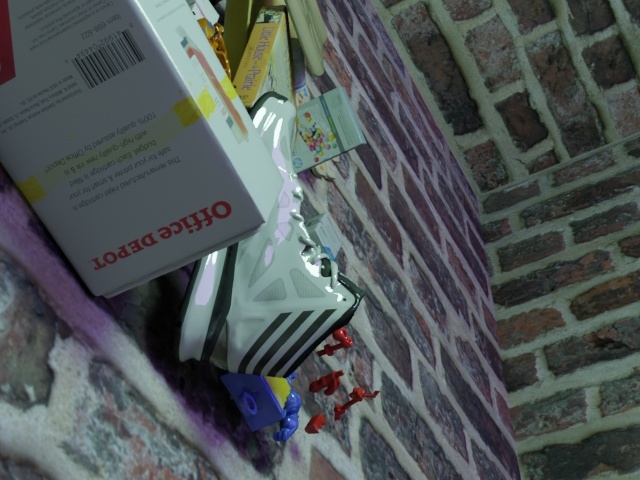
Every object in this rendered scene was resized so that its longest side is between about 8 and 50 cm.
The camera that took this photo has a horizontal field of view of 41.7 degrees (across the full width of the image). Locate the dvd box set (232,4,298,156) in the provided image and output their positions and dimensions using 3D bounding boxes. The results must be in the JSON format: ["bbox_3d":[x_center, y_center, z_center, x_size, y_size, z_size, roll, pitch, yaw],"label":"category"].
[{"bbox_3d":[-0.108,-0.236,1.652,0.420,0.062,0.307,-81,170,-50],"label":"dvd box set"}]

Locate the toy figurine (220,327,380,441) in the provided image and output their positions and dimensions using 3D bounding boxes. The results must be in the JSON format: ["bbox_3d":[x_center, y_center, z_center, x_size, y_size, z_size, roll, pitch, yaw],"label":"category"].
[{"bbox_3d":[-0.079,0.189,1.346,0.362,0.191,0.217,63,26,-11],"label":"toy figurine"}]

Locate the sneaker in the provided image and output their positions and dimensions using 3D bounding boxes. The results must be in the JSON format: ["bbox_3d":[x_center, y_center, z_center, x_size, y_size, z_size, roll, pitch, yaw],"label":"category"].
[{"bbox_3d":[-0.046,0.001,1.302,0.169,0.257,0.447,119,-13,-74],"label":"sneaker"}]

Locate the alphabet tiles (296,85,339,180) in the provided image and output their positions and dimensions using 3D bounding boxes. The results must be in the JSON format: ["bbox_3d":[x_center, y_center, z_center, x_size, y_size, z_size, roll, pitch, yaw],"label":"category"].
[{"bbox_3d":[-0.030,-0.294,2.182,0.278,0.021,0.284,4,66,-67],"label":"alphabet tiles"}]

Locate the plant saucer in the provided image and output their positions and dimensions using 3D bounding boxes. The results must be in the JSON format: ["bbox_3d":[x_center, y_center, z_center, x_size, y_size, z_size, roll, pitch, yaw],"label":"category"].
[{"bbox_3d":[-0.131,-0.457,1.857,0.333,0.081,0.332,-24,123,-70],"label":"plant saucer"}]

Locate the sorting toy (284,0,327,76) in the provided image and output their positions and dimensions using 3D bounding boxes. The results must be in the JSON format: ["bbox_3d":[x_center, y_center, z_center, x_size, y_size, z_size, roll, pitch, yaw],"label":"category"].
[{"bbox_3d":[-0.054,-0.522,1.780,0.229,0.041,0.307,-84,156,-57],"label":"sorting toy"}]

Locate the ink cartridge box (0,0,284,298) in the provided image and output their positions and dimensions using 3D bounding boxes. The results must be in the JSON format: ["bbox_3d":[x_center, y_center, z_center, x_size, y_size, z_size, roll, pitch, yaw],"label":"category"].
[{"bbox_3d":[-0.262,-0.155,1.088,0.384,0.279,0.160,61,20,-19],"label":"ink cartridge box"}]

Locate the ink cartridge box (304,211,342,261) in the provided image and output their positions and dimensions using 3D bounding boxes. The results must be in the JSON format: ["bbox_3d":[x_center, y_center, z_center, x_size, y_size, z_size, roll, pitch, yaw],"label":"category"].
[{"bbox_3d":[0.000,0.000,1.913,0.088,0.052,0.122,63,22,-14],"label":"ink cartridge box"}]

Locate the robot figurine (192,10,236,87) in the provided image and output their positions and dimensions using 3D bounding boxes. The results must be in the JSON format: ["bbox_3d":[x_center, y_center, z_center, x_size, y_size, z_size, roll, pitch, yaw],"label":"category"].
[{"bbox_3d":[-0.176,-0.252,1.284,0.291,0.085,0.211,-107,-174,-62],"label":"robot figurine"}]

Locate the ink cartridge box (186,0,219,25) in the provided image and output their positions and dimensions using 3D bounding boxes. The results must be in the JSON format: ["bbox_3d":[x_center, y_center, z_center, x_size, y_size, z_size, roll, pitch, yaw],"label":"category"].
[{"bbox_3d":[-0.259,-0.396,1.569,0.067,0.115,0.198,54,25,-32],"label":"ink cartridge box"}]

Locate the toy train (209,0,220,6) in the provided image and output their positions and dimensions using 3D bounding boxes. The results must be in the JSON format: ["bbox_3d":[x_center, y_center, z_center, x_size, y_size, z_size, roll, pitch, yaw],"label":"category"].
[{"bbox_3d":[-0.256,-0.587,1.787,0.184,0.105,0.080,55,24,-33],"label":"toy train"}]

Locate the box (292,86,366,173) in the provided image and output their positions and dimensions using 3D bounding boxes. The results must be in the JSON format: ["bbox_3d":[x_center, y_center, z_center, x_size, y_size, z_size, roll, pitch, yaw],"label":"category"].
[{"bbox_3d":[-0.004,-0.257,1.969,0.038,0.186,0.145,-14,83,-67],"label":"box"}]

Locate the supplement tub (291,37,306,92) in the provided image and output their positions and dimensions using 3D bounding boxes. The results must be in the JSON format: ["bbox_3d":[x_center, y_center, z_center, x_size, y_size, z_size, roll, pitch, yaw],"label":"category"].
[{"bbox_3d":[-0.069,-0.383,1.844,0.071,0.071,0.107,-84,172,-52],"label":"supplement tub"}]
